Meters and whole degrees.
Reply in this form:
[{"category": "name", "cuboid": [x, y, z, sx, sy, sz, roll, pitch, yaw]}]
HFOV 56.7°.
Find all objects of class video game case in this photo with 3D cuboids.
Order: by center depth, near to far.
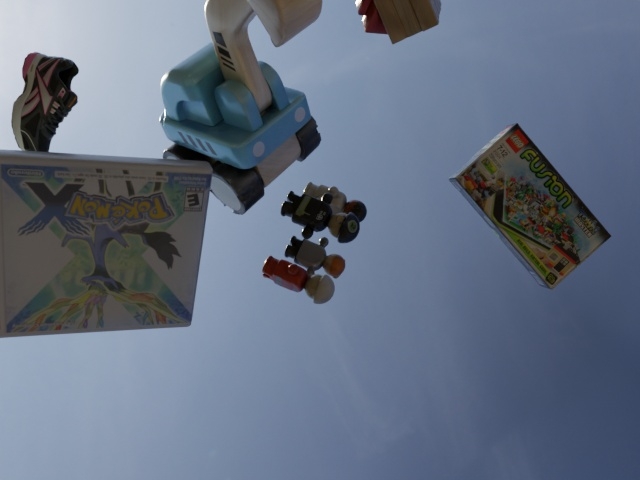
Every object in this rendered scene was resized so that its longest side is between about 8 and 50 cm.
[{"category": "video game case", "cuboid": [-0.344, 0.014, 0.898, 0.036, 0.329, 0.299, -127, -136, -52]}]

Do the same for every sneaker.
[{"category": "sneaker", "cuboid": [-0.413, -0.208, 0.903, 0.077, 0.072, 0.178, 0, -101, 2]}]

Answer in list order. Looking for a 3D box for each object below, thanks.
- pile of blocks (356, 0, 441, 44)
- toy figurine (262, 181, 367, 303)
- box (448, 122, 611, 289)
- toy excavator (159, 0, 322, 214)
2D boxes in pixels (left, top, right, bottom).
[{"category": "pile of blocks", "cuboid": [0.023, -0.372, 0.673, 0.113, 0.362, 0.148, -18, -129, 24]}, {"category": "toy figurine", "cuboid": [0.000, 0.000, 1.171, 0.148, 0.209, 0.212, 22, -72, 10]}, {"category": "box", "cuboid": [0.287, -0.046, 0.817, 0.114, 0.036, 0.207, -43, -84, 0]}, {"category": "toy excavator", "cuboid": [-0.146, -0.270, 1.001, 0.433, 0.445, 0.222, 24, -121, 38]}]
